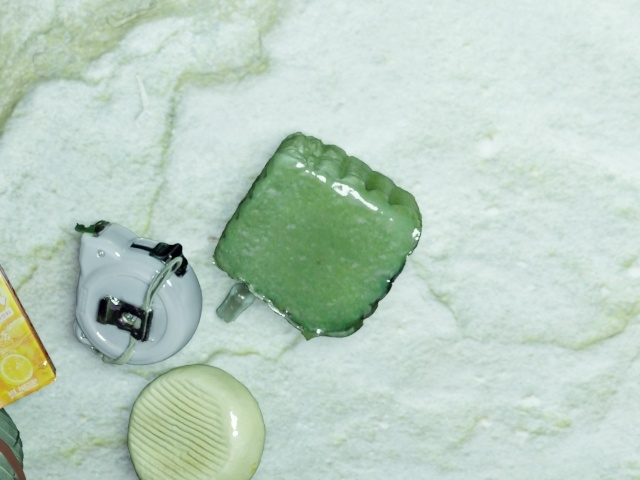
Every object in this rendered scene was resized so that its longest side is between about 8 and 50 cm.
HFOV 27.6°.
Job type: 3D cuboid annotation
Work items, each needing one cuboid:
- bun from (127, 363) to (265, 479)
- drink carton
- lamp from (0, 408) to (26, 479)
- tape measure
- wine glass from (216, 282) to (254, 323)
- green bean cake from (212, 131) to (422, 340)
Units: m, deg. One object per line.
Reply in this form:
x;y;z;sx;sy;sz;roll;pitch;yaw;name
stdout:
-0.164;0.274;1.831;0.222;0.127;0.222;0;91;36;bun
-0.464;0.117;1.846;0.096;0.071;0.223;-27;104;-8;drink carton
-0.554;0.311;1.874;0.265;0.233;0.233;29;117;-17;lamp
-0.252;0.081;1.778;0.178;0.105;0.196;9;112;10;tape measure
-0.110;0.075;1.779;0.042;0.039;0.083;38;119;-6;wine glass
0.000;0.000;1.673;0.227;0.125;0.222;34;113;-3;green bean cake
